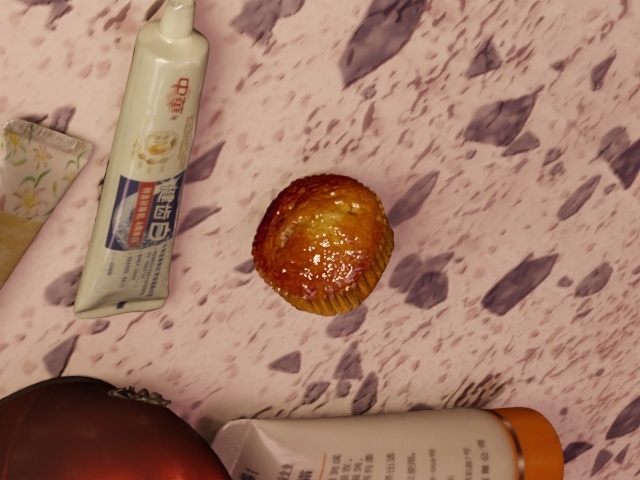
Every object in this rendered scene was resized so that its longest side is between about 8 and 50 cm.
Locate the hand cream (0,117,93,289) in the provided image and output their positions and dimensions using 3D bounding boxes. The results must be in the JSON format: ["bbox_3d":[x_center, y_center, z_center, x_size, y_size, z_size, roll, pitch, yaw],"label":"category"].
[{"bbox_3d":[-0.190,0.023,0.912,0.067,0.042,0.194,20,109,-51],"label":"hand cream"}]

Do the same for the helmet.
[{"bbox_3d":[-0.139,0.189,1.035,0.189,0.193,0.216,25,68,-54],"label":"helmet"}]

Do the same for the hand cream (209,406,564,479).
[{"bbox_3d":[0.035,0.179,1.263,0.314,0.089,0.139,1,127,-39],"label":"hand cream"}]

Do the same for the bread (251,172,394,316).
[{"bbox_3d":[0.000,0.000,1.031,0.085,0.085,0.053,-38,148,-3],"label":"bread"}]

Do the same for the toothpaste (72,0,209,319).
[{"bbox_3d":[-0.093,-0.039,0.941,0.060,0.038,0.233,-13,140,-29],"label":"toothpaste"}]
